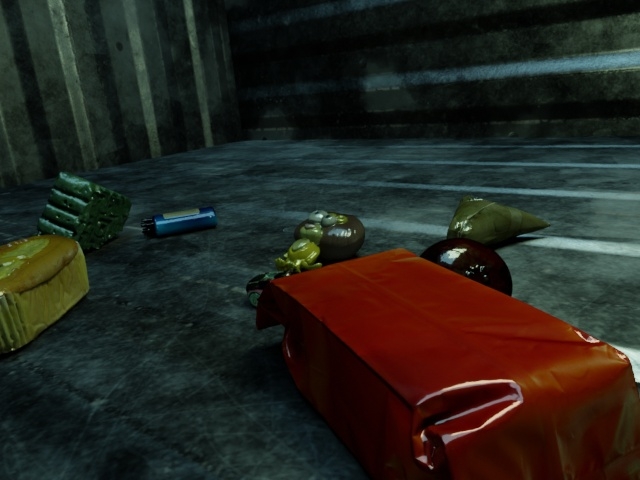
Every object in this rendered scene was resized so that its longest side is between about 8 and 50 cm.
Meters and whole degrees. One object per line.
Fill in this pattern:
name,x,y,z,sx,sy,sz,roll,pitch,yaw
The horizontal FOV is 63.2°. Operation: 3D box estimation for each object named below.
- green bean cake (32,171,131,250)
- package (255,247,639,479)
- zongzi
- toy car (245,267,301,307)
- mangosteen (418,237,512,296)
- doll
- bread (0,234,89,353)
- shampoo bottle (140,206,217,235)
green bean cake,-0.547,-0.042,1.221,0.107,0.194,0.208,16,-3,9
package,0.083,0.113,0.521,0.195,0.123,0.423,-10,19,-23
zongzi,0.328,-0.013,0.955,0.177,0.081,0.189,12,28,19
toy car,-0.049,0.073,0.808,0.142,0.055,0.069,2,22,28
mangosteen,0.178,0.060,0.689,0.140,0.140,0.140,-5,17,2
doll,0.006,0.001,0.972,0.145,0.096,0.188,-6,25,25
bread,-0.488,0.080,0.822,0.152,0.120,0.288,-8,17,4
shampoo bottle,-0.356,-0.047,1.303,0.182,0.050,0.087,-11,21,-18
